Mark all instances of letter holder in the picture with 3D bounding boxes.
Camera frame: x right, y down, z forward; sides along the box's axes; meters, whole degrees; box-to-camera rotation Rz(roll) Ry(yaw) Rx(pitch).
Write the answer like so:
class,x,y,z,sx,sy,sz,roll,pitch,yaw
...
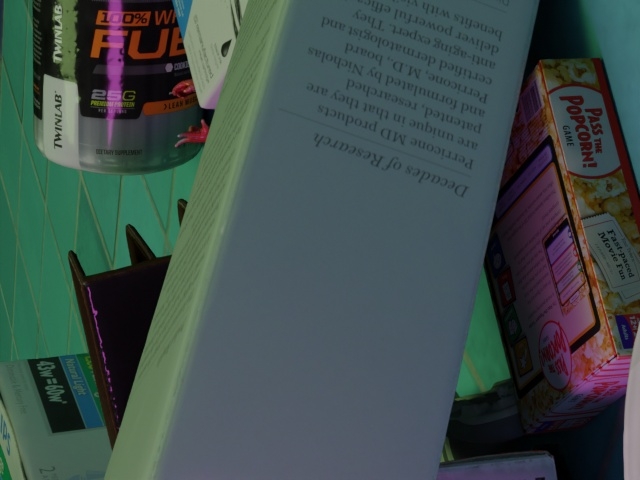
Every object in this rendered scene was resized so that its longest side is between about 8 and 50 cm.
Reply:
class,x,y,z,sx,sy,sz,roll,pitch,yaw
letter holder,-0.159,0.132,1.783,0.214,0.152,0.302,-137,35,-66

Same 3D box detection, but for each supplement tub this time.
class,x,y,z,sx,sy,sz,roll,pitch,yaw
supplement tub,-0.219,-0.245,1.902,0.193,0.193,0.316,-131,40,-61

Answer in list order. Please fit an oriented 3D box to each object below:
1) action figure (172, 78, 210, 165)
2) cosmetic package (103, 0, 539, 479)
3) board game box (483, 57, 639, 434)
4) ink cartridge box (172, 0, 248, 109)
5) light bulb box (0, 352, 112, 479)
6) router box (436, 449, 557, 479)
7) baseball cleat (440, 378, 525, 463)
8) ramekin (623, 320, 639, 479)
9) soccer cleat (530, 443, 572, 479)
class,x,y,z,sx,sy,sz,roll,pitch,yaw
action figure,-0.099,-0.103,1.675,0.280,0.139,0.092,126,135,-59
cosmetic package,0.000,0.000,1.092,0.230,0.161,0.453,128,160,-64
board game box,0.149,0.006,1.081,0.147,0.045,0.194,125,138,-62
ink cartridge box,-0.042,-0.226,1.479,0.203,0.085,0.148,-51,45,46
light bulb box,-0.279,0.377,2.165,0.358,0.225,0.361,-126,36,-59
router box,0.087,0.324,1.090,0.301,0.082,0.336,128,135,-69
baseball cleat,0.114,0.152,1.210,0.206,0.072,0.109,155,96,-75
ramekin,0.240,0.108,0.700,0.273,0.127,0.273,177,90,-71
soccer cleat,0.156,0.204,1.084,0.179,0.060,0.072,-111,26,-48
